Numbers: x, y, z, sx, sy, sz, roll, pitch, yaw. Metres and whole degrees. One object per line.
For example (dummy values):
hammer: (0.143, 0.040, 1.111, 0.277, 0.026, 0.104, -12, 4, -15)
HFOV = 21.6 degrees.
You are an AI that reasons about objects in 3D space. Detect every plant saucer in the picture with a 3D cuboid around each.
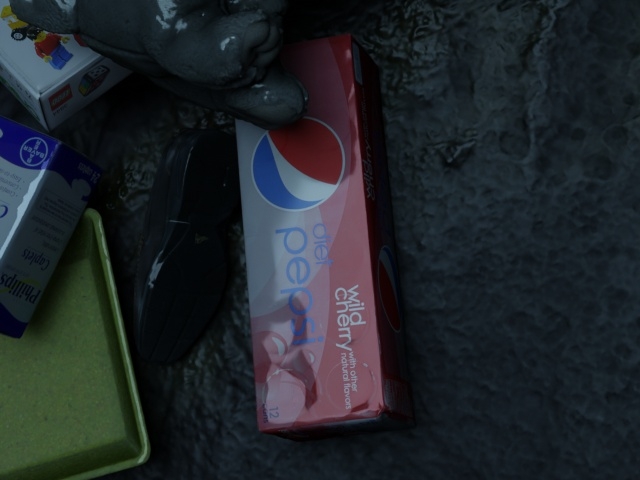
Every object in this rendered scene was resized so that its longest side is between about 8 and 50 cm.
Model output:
plant saucer: (-0.217, 0.093, 1.198, 0.188, 0.045, 0.188, -17, 75, 12)

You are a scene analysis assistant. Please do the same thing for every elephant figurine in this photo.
elephant figurine: (-0.040, -0.204, 1.062, 0.169, 0.186, 0.239, 21, 86, 45)

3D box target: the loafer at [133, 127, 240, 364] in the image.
loafer: (-0.100, 0.003, 1.185, 0.061, 0.062, 0.170, 18, 91, 57)

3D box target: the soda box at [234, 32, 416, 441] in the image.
soda box: (0.000, 0.000, 1.135, 0.092, 0.083, 0.263, -9, 76, 14)

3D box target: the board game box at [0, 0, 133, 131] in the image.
board game box: (-0.133, -0.235, 1.181, 0.305, 0.053, 0.193, -38, 70, -17)

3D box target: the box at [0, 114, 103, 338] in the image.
box: (-0.244, -0.021, 1.166, 0.126, 0.072, 0.137, 23, 85, 21)
